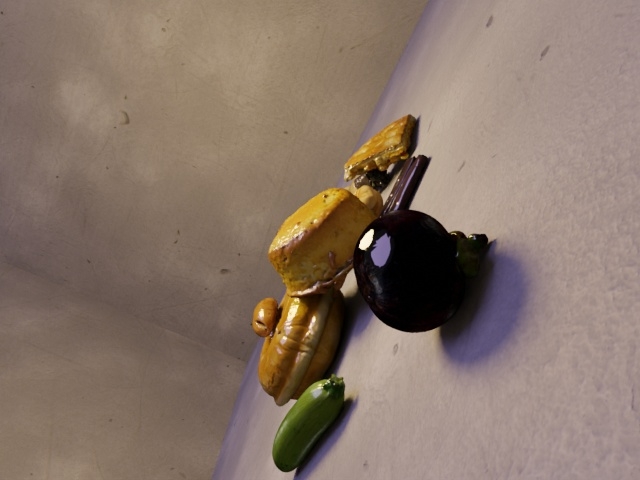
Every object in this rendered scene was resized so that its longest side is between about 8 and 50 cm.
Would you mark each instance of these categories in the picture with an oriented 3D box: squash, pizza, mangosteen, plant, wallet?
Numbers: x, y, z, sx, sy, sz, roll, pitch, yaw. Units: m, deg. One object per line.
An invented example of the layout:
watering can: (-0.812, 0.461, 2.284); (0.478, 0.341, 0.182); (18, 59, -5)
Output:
squash: (-0.035, 0.460, 1.262); (0.107, 0.107, 0.395); (-75, 11, -55)
pizza: (0.218, -0.337, 1.810); (0.258, 0.087, 0.268); (-18, 31, 32)
mangosteen: (0.163, 0.044, 0.860); (0.216, 0.216, 0.216); (-156, 90, -83)
plant: (0.197, -0.230, 1.872); (0.143, 0.094, 0.092); (-31, -8, 41)
wallet: (0.241, -0.149, 1.503); (0.229, 0.049, 0.182); (-64, 4, 1)

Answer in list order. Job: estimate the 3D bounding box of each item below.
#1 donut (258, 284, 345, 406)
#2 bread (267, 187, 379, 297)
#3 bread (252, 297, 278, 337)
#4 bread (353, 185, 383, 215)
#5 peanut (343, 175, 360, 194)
donut: (-0.062, 0.311, 1.612); (0.449, 0.198, 0.449); (-158, 90, -84)
bread: (0.000, 0.001, 1.456); (0.337, 0.204, 0.358); (-38, 17, 24)
bread: (-0.182, 0.247, 1.617); (0.114, 0.077, 0.189); (-62, 5, 9)
bread: (0.128, -0.055, 1.729); (0.311, 0.121, 0.173); (123, 165, -53)
peanut: (0.144, -0.185, 2.050); (0.257, 0.123, 0.123); (121, 171, -57)
